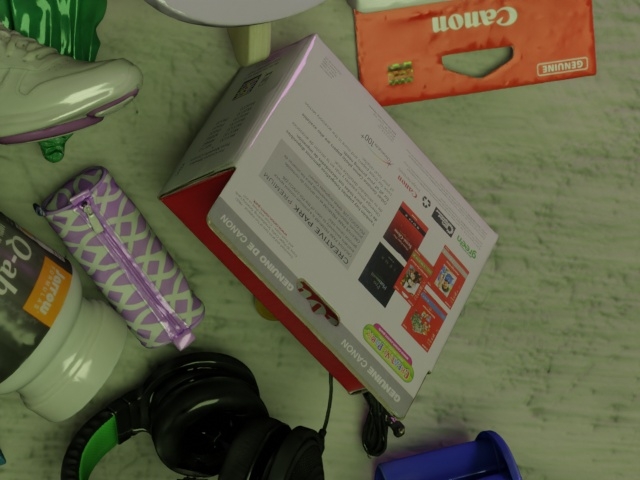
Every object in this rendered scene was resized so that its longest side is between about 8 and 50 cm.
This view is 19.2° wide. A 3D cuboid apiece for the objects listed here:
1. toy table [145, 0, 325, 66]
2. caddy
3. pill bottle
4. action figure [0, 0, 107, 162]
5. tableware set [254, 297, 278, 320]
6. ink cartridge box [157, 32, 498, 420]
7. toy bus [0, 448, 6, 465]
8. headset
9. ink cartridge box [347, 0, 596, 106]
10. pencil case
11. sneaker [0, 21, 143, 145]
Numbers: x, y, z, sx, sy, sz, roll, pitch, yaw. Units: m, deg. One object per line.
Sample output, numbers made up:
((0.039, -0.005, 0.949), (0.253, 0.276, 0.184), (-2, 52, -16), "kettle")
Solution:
((-0.083, -0.298, 1.845), (0.274, 0.161, 0.252), (-9, 94, -23), "toy table")
((0.172, 0.380, 2.081), (0.179, 0.241, 0.341), (-8, 107, -10), "caddy")
((-0.338, 0.054, 1.877), (0.278, 0.162, 0.162), (37, 91, -24), "pill bottle")
((-0.271, -0.192, 1.888), (0.137, 0.063, 0.232), (-3, 101, -18), "action figure")
((-0.040, 0.034, 2.042), (0.154, 0.024, 0.104), (39, 94, -23), "tableware set")
((0.000, 0.000, 1.916), (0.309, 0.130, 0.272), (47, 50, -21), "ink cartridge box")
((-0.433, 0.198, 1.917), (0.202, 0.104, 0.191), (-22, 152, -20), "toy bus")
((-0.082, 0.236, 1.988), (0.394, 0.243, 0.185), (-28, 137, -27), "headset")
((0.165, -0.267, 1.991), (0.275, 0.060, 0.238), (-9, 106, -9), "ink cartridge box")
((-0.202, 0.018, 1.952), (0.086, 0.088, 0.206), (-42, 113, -13), "pencil case")
((-0.320, -0.164, 1.805), (0.305, 0.114, 0.152), (-4, 98, 17), "sneaker")
